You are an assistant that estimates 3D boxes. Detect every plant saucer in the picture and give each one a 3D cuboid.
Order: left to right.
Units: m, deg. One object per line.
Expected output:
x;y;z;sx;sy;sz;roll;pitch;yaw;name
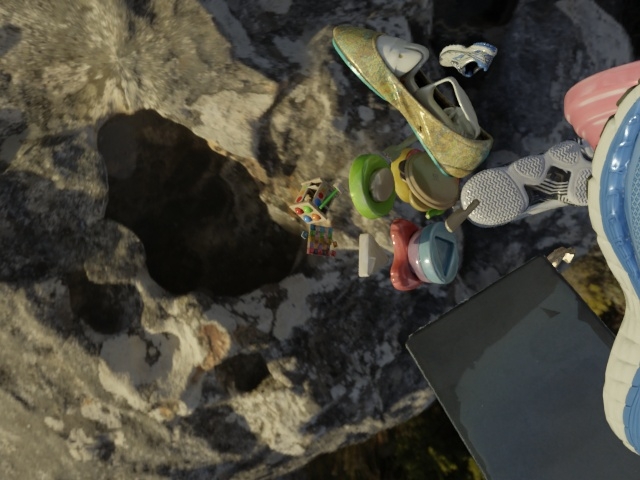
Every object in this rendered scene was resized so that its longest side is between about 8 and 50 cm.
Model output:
0.477;-0.149;0.847;0.332;0.332;0.084;4;86;-17;plant saucer

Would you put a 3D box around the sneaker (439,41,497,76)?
0.283;-0.354;1.350;0.052;0.135;0.058;19;84;-35;sneaker

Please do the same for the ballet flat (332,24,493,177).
0.169;-0.266;1.181;0.123;0.123;0.348;-41;91;-3;ballet flat

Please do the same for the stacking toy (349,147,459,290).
0.194;-0.054;1.382;0.280;0.130;0.308;-1;85;-52;stacking toy

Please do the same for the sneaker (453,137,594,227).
0.457;-0.119;1.455;0.366;0.210;0.137;-15;89;-3;sneaker

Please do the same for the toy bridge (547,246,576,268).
0.554;0.047;1.607;0.188;0.026;0.063;-22;143;-39;toy bridge

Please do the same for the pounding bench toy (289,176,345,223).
-0.002;-0.068;1.186;0.052;0.083;0.065;42;58;-30;pounding bench toy

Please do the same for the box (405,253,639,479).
0.435;0.367;1.169;0.297;0.480;0.472;-34;139;5;box

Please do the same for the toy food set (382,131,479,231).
0.201;-0.107;1.272;0.192;0.038;0.132;51;51;3;toy food set

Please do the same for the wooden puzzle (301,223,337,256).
0.000;0.000;1.136;0.083;0.006;0.049;9;85;-43;wooden puzzle

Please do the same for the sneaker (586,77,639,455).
0.271;0.035;0.439;0.130;0.147;0.330;-19;113;-10;sneaker
